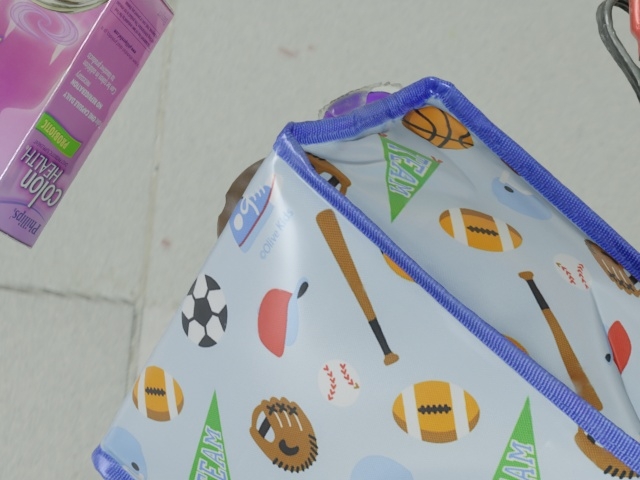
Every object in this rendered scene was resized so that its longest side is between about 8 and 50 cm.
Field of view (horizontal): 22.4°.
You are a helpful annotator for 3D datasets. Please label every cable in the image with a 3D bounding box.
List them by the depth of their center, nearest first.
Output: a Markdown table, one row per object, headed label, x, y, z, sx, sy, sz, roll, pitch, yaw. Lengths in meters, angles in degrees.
| label | x | y | z | sx | sy | sz | roll | pitch | yaw |
| --- | --- | --- | --- | --- | --- | --- | --- | --- | --- |
| cable | 0.364 | -0.165 | 1.717 | 0.139 | 0.072 | 0.287 | 6 | 75 | -7 |

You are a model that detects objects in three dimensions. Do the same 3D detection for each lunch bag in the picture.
| label | x | y | z | sx | sy | sz | roll | pitch | yaw |
| --- | --- | --- | --- | --- | --- | --- | --- | --- | --- |
| lunch bag | 0.095 | 0.140 | 1.065 | 0.385 | 0.328 | 0.239 | 43 | 37 | 17 |

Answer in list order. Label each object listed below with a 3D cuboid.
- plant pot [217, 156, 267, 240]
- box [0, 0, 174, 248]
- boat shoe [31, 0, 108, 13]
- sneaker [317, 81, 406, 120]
| label | x | y | z | sx | sy | sz | roll | pitch | yaw |
| --- | --- | --- | --- | --- | --- | --- | --- | --- | --- |
| plant pot | 0.000 | 0.000 | 1.512 | 0.165 | 0.167 | 0.167 | 24 | 59 | 42 |
| box | -0.285 | -0.155 | 1.365 | 0.213 | 0.117 | 0.243 | 29 | 85 | 17 |
| boat shoe | -0.199 | -0.257 | 0.860 | 0.109 | 0.098 | 0.302 | -32 | 98 | 1 |
| sneaker | 0.092 | -0.034 | 1.612 | 0.102 | 0.293 | 0.146 | -23 | 54 | 10 |
